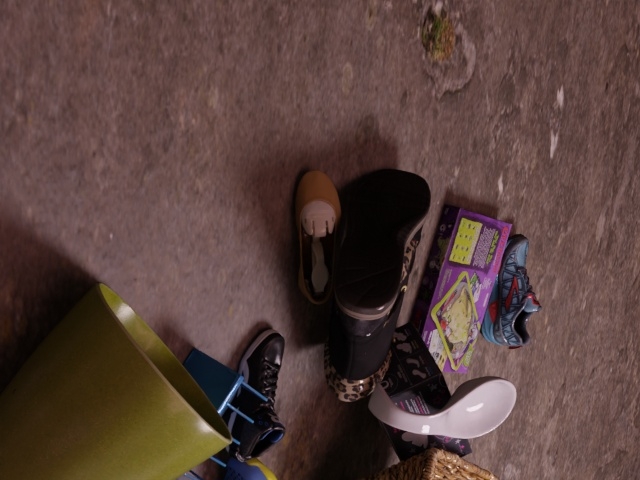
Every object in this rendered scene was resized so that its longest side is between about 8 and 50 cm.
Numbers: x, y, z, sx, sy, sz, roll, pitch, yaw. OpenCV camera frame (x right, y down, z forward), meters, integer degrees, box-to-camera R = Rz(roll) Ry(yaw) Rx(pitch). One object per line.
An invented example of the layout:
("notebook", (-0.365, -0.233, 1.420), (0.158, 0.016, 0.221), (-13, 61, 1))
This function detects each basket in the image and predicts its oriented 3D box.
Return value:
("basket", (0.215, 0.544, 1.489), (0.223, 0.213, 0.299), (-30, 139, 21))

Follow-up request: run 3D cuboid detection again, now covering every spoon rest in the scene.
("spoon rest", (0.225, 0.297, 1.408), (0.276, 0.084, 0.137), (4, 120, -21))

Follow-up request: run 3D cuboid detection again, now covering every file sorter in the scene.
("file sorter", (-0.181, 0.281, 1.252), (0.170, 0.118, 0.104), (-56, 136, -14))

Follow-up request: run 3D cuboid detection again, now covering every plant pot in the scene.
("plant pot", (-0.313, 0.251, 1.036), (0.293, 0.275, 0.275), (-40, 130, -8))

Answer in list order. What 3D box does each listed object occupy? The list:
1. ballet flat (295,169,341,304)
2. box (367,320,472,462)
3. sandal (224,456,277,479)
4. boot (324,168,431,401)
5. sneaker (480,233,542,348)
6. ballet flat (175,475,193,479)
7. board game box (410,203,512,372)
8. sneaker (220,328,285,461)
("ballet flat", (0.000, 0.000, 1.350), (0.080, 0.073, 0.232), (-5, 111, -7))
("box", (0.173, 0.312, 1.553), (0.142, 0.163, 0.247), (-25, 126, -1))
("sandal", (-0.136, 0.509, 1.371), (0.138, 0.126, 0.317), (-15, 115, -35))
("boot", (0.096, 0.074, 1.424), (0.377, 0.138, 0.284), (-72, 171, -48))
("sneaker", (0.451, 0.117, 1.805), (0.104, 0.125, 0.262), (-7, 109, -43))
("ballet flat", (-0.176, 0.463, 1.215), (0.139, 0.139, 0.400), (-50, 115, -20))
("board game box", (0.289, 0.109, 1.704), (0.208, 0.056, 0.347), (13, 94, -42))
("sneaker", (-0.088, 0.264, 1.332), (0.079, 0.121, 0.217), (34, 80, -47))
